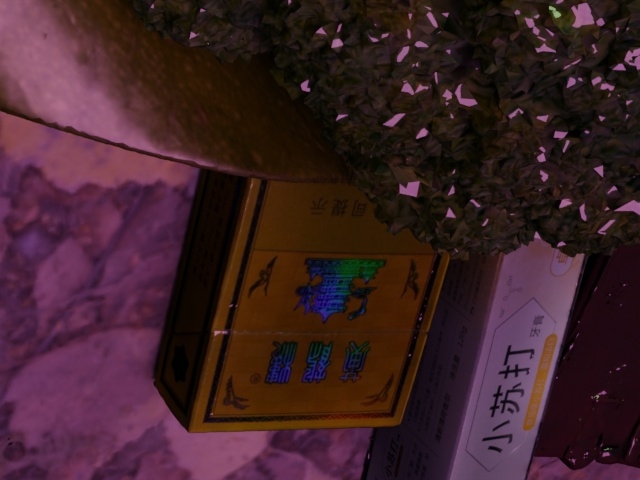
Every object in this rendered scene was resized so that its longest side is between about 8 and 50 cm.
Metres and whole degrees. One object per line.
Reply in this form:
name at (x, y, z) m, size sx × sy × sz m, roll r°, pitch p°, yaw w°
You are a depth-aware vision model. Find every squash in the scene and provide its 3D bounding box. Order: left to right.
squash at (-0.109, -0.063, 0.782) m, size 0.169 × 0.093 × 0.252 m, roll -39°, pitch 113°, yaw 1°

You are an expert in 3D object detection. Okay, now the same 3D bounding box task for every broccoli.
broccoli at (0.109, -0.154, 0.753) m, size 0.413 × 0.310 × 0.321 m, roll -22°, pitch 95°, yaw -17°

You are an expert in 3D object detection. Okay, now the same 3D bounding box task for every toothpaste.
toothpaste at (0.091, 0.069, 1.014) m, size 0.071 × 0.089 × 0.313 m, roll -5°, pitch 119°, yaw -32°

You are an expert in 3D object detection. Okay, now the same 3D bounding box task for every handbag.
handbag at (0.221, 0.050, 1.085) m, size 0.203 × 0.074 × 0.216 m, roll 6°, pitch 115°, yaw -31°

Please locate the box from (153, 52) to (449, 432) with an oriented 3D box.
box at (0.000, 0.000, 0.939) m, size 0.141 × 0.064 × 0.220 m, roll 0°, pitch 114°, yaw -29°
